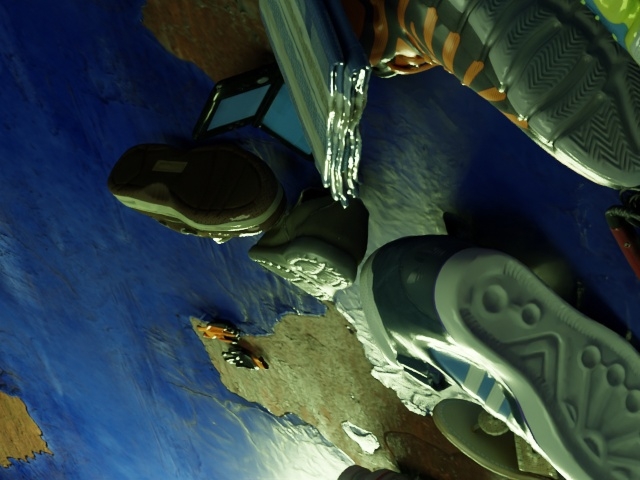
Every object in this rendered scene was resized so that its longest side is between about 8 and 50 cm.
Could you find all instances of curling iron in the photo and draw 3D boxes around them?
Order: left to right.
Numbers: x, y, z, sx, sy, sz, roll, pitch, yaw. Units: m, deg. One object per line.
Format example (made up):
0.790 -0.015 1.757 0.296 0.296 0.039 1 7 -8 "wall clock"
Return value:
0.308 0.059 1.663 0.068 0.035 0.274 14 144 42 "curling iron"

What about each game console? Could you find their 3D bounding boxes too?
-0.051 -0.110 1.824 0.071 0.107 0.122 64 157 14 "game console"

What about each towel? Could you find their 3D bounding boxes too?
-0.009 -0.167 1.562 0.285 0.034 0.209 90 160 -71 "towel"

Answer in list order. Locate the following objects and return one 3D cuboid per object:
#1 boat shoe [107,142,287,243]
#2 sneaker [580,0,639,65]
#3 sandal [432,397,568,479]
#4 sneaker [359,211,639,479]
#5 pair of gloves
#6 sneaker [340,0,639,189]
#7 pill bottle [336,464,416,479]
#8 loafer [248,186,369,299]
-0.108 -0.043 1.993 0.257 0.095 0.095 18 158 51 "boat shoe"
0.207 -0.196 1.361 0.240 0.091 0.126 54 168 -29 "sneaker"
0.235 0.209 1.980 0.240 0.088 0.079 34 123 -6 "sandal"
0.172 0.114 1.847 0.323 0.130 0.236 45 164 -22 "sneaker"
-0.104 0.125 2.327 0.074 0.010 0.083 0 137 50 "pair of gloves"
0.128 -0.153 1.492 0.321 0.124 0.180 49 158 4 "sneaker"
0.093 0.322 2.295 0.160 0.087 0.087 19 148 35 "pill bottle"
0.000 0.000 1.924 0.094 0.087 0.251 31 170 -14 "loafer"
